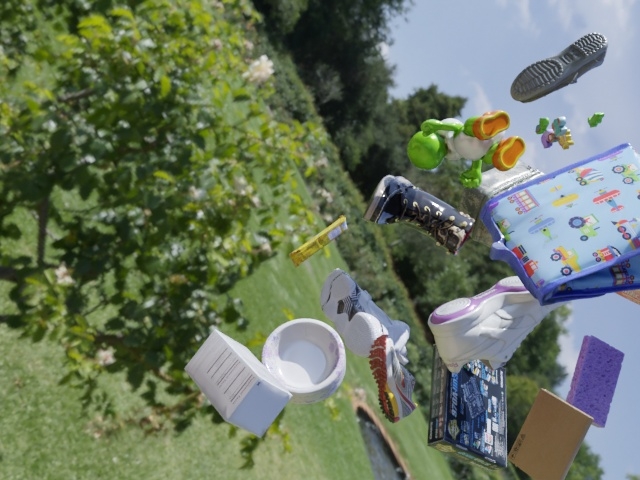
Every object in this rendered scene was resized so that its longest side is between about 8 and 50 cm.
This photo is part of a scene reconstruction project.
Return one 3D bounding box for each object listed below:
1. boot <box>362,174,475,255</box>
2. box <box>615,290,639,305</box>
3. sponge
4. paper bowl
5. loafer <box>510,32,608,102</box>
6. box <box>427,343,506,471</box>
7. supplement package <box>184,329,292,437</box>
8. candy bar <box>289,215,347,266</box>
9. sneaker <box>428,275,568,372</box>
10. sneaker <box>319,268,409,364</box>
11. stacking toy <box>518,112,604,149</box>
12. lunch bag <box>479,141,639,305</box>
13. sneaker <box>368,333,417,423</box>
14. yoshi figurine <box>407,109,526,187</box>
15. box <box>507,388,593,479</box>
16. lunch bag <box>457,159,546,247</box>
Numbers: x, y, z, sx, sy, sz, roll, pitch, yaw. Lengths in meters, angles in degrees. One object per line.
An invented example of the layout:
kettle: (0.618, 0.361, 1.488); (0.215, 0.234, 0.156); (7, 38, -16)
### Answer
boot: (0.295, -0.068, 2.107); (0.284, 0.138, 0.377); (32, 16, 13)
box: (0.885, 0.078, 1.925); (0.142, 0.154, 0.300); (65, -10, -25)
sponge: (0.710, 0.364, 1.856); (0.117, 0.210, 0.031); (27, -18, -12)
paper bowl: (-0.053, 0.422, 2.449); (0.148, 0.284, 0.284); (80, -11, -54)
loafer: (0.587, -0.402, 1.746); (0.087, 0.251, 0.094); (45, 22, -49)
box: (0.301, 0.334, 1.454); (0.175, 0.051, 0.220); (28, 51, -25)
supplement package: (-0.210, 0.356, 1.802); (0.139, 0.134, 0.244); (40, -3, -41)
candy bar: (0.000, 0.000, 1.570); (0.018, 0.161, 0.040); (26, -35, 49)
sneaker: (0.361, 0.163, 1.415); (0.114, 0.305, 0.152); (-150, -137, -74)
sneaker: (0.138, 0.241, 2.183); (0.210, 0.137, 0.366); (29, 19, -35)
stacking toy: (0.611, -0.286, 1.875); (0.221, 0.167, 0.052); (116, -37, -75)
lunch bag: (0.417, -0.016, 1.166); (0.138, 0.293, 0.221); (84, -10, -45)
sneaker: (0.187, 0.345, 1.827); (0.088, 0.093, 0.225); (8, -68, 64)
yoshi figurine: (0.366, -0.253, 1.956); (0.362, 0.203, 0.203); (14, -85, 65)
box: (0.553, 0.482, 1.733); (0.021, 0.201, 0.164); (24, 3, -30)
lunch bag: (0.621, -0.096, 2.264); (0.256, 0.305, 0.212); (43, -41, 34)
